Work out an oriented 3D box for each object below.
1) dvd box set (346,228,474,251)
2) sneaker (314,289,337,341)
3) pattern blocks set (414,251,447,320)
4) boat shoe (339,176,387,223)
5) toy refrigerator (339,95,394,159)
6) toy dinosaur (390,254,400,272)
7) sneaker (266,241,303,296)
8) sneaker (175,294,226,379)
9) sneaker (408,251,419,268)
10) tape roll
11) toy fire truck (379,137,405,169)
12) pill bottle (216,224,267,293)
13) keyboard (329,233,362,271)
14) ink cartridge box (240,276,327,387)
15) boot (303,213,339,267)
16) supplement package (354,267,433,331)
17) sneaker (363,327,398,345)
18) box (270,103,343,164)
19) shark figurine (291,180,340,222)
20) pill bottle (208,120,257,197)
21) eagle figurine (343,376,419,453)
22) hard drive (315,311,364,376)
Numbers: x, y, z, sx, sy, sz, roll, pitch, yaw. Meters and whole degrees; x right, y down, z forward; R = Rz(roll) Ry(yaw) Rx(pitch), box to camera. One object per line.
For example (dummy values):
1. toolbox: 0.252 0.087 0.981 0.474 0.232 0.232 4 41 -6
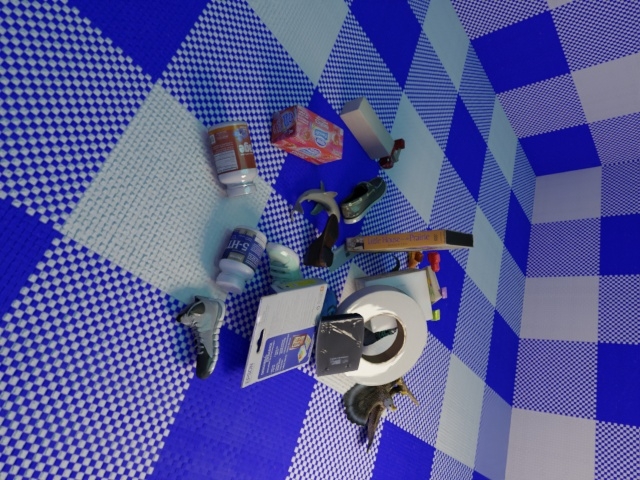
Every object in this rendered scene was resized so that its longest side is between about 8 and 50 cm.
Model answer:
1. dvd box set: 0.357 0.009 1.822 0.307 0.419 0.062 5 82 -52
2. sneaker: 0.001 0.265 1.663 0.082 0.069 0.210 40 57 -34
3. pattern blocks set: 0.437 0.183 1.851 0.026 0.325 0.286 -10 85 -10
4. boat shoe: 0.182 -0.190 1.897 0.305 0.109 0.091 -48 125 -37
5. toy refrigerator: 0.207 -0.483 1.968 0.269 0.102 0.094 45 54 -35
6. toy dinosaur: 0.335 0.224 2.022 0.120 0.160 0.314 -25 93 -11
7. sneaker: -0.130 0.123 1.466 0.151 0.094 0.256 -65 153 -28
8. sneaker: -0.348 0.259 1.261 0.132 0.086 0.229 28 55 -38
9. sneaker: 0.450 0.066 2.223 0.067 0.064 0.175 33 54 -19
10. tape roll: 0.218 0.361 1.729 0.391 0.072 0.393 -3 104 -14
11. toy fire truck: 0.340 -0.412 2.153 0.135 0.047 0.192 28 66 -45
12. pill bottle: -0.241 0.059 1.375 0.112 0.111 0.187 41 56 -38
13. keyboard: 0.106 0.047 1.856 0.256 0.014 0.072 -30 113 -46
14. ink cartridge box: -0.124 0.280 1.439 0.307 0.072 0.304 -3 112 -48
15. boot: 0.000 0.000 1.676 0.082 0.106 0.220 44 49 -42
16. supplement package: 0.295 0.237 1.854 0.261 0.145 0.204 -10 93 -12
17. sneaker: 0.259 0.378 1.921 0.223 0.098 0.083 -24 103 -48
18. box: -0.044 -0.375 1.645 0.256 0.128 0.123 15 74 -48
19. shark figurine: 0.000 -0.154 1.683 0.278 0.116 0.167 0 84 -51
20. pill bottle: -0.260 -0.244 1.386 0.121 0.121 0.217 -19 100 -48
21. eagle figurine: 0.229 0.656 1.822 0.298 0.225 0.226 -35 70 -15
22. hard drive: 0.062 0.361 1.591 0.171 0.054 0.255 -5 122 -13
